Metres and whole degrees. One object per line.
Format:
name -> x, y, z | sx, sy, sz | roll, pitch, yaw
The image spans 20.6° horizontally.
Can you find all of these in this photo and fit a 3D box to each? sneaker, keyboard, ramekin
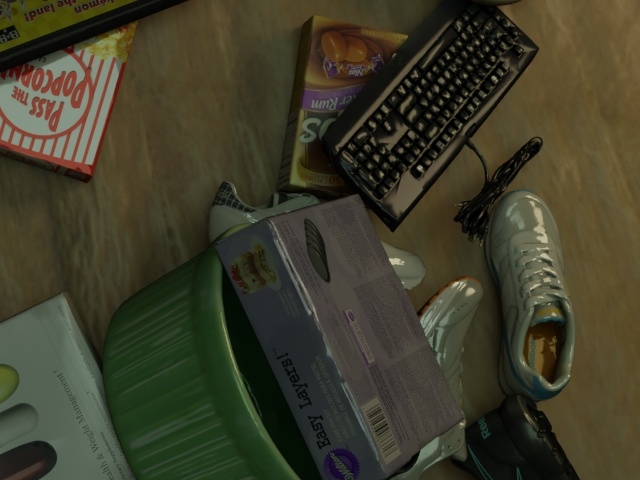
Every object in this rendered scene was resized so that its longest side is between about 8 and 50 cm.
sneaker -> 0.114, 0.165, 1.818 | 0.121, 0.099, 0.262 | 30, 84, 2
keyboard -> 0.145, -0.121, 1.849 | 0.201, 0.033, 0.317 | 47, 54, -9
ramekin -> -0.070, 0.150, 1.659 | 0.148, 0.303, 0.303 | -26, 90, 21
sneaker -> 0.231, 0.056, 1.873 | 0.087, 0.092, 0.228 | -4, 82, -14
sneaker -> 0.239, 0.287, 1.858 | 0.106, 0.101, 0.267 | -32, 100, 12
sneaker -> 0.000, 0.000, 1.813 | 0.235, 0.090, 0.094 | 9, 85, -15

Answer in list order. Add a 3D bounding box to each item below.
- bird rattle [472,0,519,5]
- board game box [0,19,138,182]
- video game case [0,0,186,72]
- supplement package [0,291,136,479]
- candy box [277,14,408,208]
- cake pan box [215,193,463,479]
bird rattle -> 0.196, -0.355, 1.919 | 0.254, 0.143, 0.206 | 17, 83, -26
board game box -> -0.276, -0.172, 1.785 | 0.147, 0.045, 0.193 | 17, 79, -12
video game case -> -0.275, -0.317, 1.773 | 0.275, 0.035, 0.248 | -25, 80, -26
supplement package -> -0.289, 0.178, 1.662 | 0.203, 0.149, 0.194 | -27, 91, -6
candy box -> 0.024, -0.134, 1.862 | 0.109, 0.053, 0.186 | 10, 81, -15
cake pan box -> 0.027, 0.094, 1.648 | 0.070, 0.246, 0.266 | -26, 89, 23
